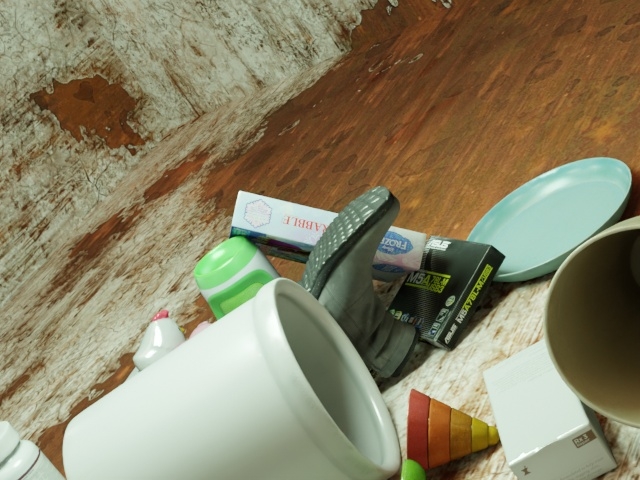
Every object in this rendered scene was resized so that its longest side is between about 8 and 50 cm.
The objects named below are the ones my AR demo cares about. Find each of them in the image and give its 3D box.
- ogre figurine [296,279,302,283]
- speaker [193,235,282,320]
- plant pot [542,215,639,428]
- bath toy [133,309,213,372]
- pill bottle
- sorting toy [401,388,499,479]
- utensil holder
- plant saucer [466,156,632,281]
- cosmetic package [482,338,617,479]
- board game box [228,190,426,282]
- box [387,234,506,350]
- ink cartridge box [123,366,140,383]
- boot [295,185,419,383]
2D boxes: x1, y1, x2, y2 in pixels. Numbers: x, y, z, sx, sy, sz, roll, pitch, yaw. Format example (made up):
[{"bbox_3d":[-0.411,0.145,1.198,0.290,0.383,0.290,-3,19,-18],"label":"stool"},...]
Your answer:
[{"bbox_3d":[-0.046,0.115,2.350,0.118,0.097,0.197,-21,33,5],"label":"ogre figurine"},{"bbox_3d":[-0.088,0.139,2.062,0.131,0.296,0.131,-31,21,13],"label":"speaker"},{"bbox_3d":[0.436,0.064,1.528,0.256,0.256,0.274,-24,7,28],"label":"plant pot"},{"bbox_3d":[-0.210,0.206,2.286,0.348,0.129,0.151,5,0,43],"label":"bath toy"},{"bbox_3d":[-0.539,0.442,2.209,0.121,0.221,0.121,-31,20,13],"label":"pill bottle"},{"bbox_3d":[0.167,0.331,1.565,0.126,0.127,0.365,0,32,8],"label":"sorting toy"},{"bbox_3d":[-0.132,0.287,1.769,0.385,0.327,0.327,-32,20,12],"label":"utensil holder"},{"bbox_3d":[0.388,-0.028,2.055,0.318,0.043,0.317,-31,20,13],"label":"plant saucer"},{"bbox_3d":[0.292,0.229,1.575,0.117,0.085,0.231,-31,22,13],"label":"cosmetic package"},{"bbox_3d":[0.000,0.000,2.123,0.318,0.318,0.065,129,153,-82],"label":"board game box"},{"bbox_3d":[0.201,0.084,2.028,0.184,0.045,0.191,-60,25,-8],"label":"box"},{"bbox_3d":[-0.317,0.296,2.439,0.224,0.045,0.223,-16,27,36],"label":"ink cartridge box"},{"bbox_3d":[0.074,0.093,1.939,0.338,0.223,0.118,-52,16,16],"label":"boot"}]
